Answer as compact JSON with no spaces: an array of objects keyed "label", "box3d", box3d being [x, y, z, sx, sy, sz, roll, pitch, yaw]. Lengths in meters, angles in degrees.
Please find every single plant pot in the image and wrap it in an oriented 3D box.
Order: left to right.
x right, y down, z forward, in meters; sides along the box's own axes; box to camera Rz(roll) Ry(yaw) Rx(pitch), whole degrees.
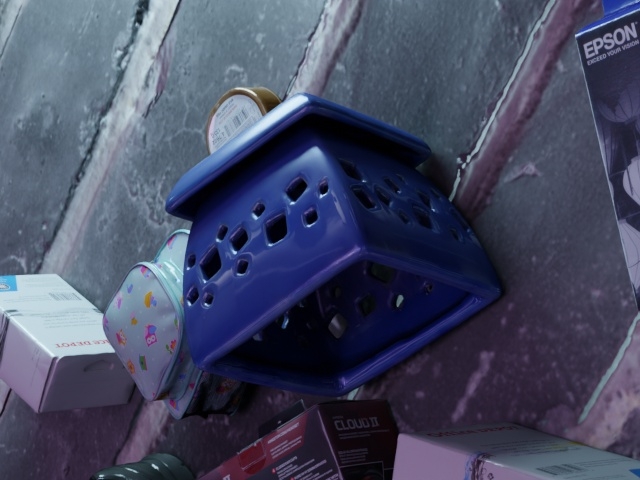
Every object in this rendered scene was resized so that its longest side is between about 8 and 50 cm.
[{"label":"plant pot","box3d":[0.000,0.000,1.909,0.236,0.236,0.212,-35,60,29]}]

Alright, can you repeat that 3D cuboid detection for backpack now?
[{"label":"backpack","box3d":[-0.136,0.080,2.108,0.188,0.144,0.166,-55,49,24]}]

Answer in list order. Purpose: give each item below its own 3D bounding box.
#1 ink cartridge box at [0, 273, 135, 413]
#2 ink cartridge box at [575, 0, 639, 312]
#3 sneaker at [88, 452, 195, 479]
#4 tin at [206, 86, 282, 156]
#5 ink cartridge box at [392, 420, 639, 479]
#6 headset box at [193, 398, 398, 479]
[{"label":"ink cartridge box","box3d":[-0.319,0.117,2.280,0.190,0.139,0.082,37,116,38]},{"label":"ink cartridge box","box3d":[0.323,-0.114,1.724,0.165,0.065,0.333,-23,73,42]},{"label":"sneaker","box3d":[-0.157,0.346,2.132,0.286,0.130,0.109,40,114,35]},{"label":"tin","box3d":[-0.064,-0.080,2.113,0.106,0.040,0.190,-46,60,38]},{"label":"ink cartridge box","box3d":[0.197,0.273,1.764,0.232,0.171,0.168,14,99,43]},{"label":"headset box","box3d":[0.000,0.310,1.994,0.218,0.110,0.293,-36,66,37]}]
